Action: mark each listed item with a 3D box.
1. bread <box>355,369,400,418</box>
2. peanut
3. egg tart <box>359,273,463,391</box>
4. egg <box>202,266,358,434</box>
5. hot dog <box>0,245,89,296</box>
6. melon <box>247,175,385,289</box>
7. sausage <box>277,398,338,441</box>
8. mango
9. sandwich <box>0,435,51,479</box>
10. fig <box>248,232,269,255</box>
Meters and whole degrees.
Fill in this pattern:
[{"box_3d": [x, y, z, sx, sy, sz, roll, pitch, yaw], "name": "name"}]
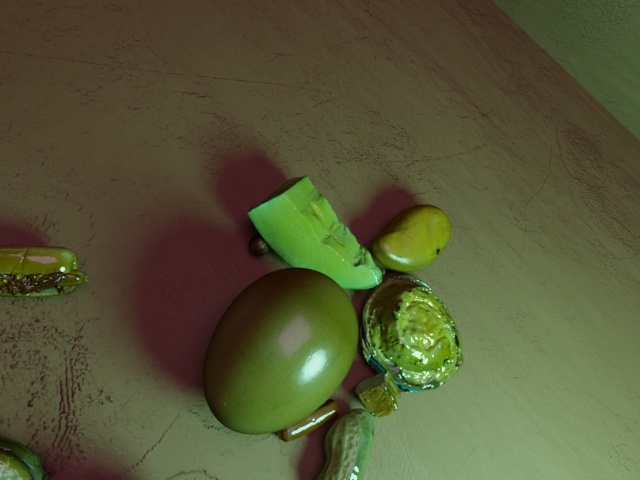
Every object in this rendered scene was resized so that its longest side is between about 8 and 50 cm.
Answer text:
[{"box_3d": [0.123, 0.326, 0.879, 0.070, 0.076, 0.083, 61, 16, 5], "name": "bread"}, {"box_3d": [0.048, 0.418, 0.805, 0.093, 0.083, 0.194, 41, 55, -15], "name": "peanut"}, {"box_3d": [0.218, 0.207, 0.970, 0.290, 0.107, 0.291, 10, 61, -18], "name": "egg tart"}, {"box_3d": [-0.072, 0.198, 0.769, 0.250, 0.250, 0.322, 41, 62, 1], "name": "egg"}, {"box_3d": [-0.548, 0.057, 0.733, 0.249, 0.102, 0.076, 4, 28, -21], "name": "hot dog"}, {"box_3d": [0.000, 0.000, 0.975, 0.323, 0.124, 0.196, 48, 48, -4], "name": "melon"}, {"box_3d": [-0.025, 0.359, 0.830, 0.131, 0.041, 0.039, -16, 93, -28], "name": "sausage"}, {"box_3d": [0.235, -0.003, 1.085, 0.262, 0.109, 0.157, -25, 86, -25], "name": "mango"}, {"box_3d": [-0.581, 0.371, 0.563, 0.301, 0.099, 0.271, 32, 52, -1], "name": "sandwich"}, {"box_3d": [-0.135, 0.000, 0.968, 0.050, 0.050, 0.083, 33, 39, -4], "name": "fig"}]
